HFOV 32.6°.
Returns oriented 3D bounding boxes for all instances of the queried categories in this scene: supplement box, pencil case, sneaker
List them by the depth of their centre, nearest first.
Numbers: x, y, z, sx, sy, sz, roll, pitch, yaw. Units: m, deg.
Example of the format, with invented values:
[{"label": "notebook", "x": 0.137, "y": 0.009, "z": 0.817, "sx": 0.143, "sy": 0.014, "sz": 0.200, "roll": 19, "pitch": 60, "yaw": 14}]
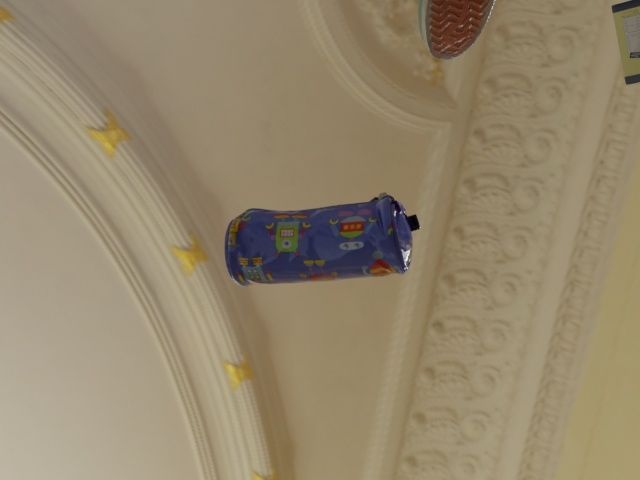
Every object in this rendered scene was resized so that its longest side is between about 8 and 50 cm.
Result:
[{"label": "supplement box", "x": 0.350, "y": -0.207, "z": 1.102, "sx": 0.056, "sy": 0.083, "sz": 0.083, "roll": -16, "pitch": -83, "yaw": -38}, {"label": "sneaker", "x": 0.180, "y": -0.409, "z": 1.533, "sx": 0.108, "sy": 0.121, "sz": 0.302, "roll": -8, "pitch": -56, "yaw": -16}, {"label": "pencil case", "x": 0.000, "y": 0.000, "z": 1.746, "sx": 0.119, "sy": 0.306, "sz": 0.133, "roll": 24, "pitch": -118, "yaw": -71}]
